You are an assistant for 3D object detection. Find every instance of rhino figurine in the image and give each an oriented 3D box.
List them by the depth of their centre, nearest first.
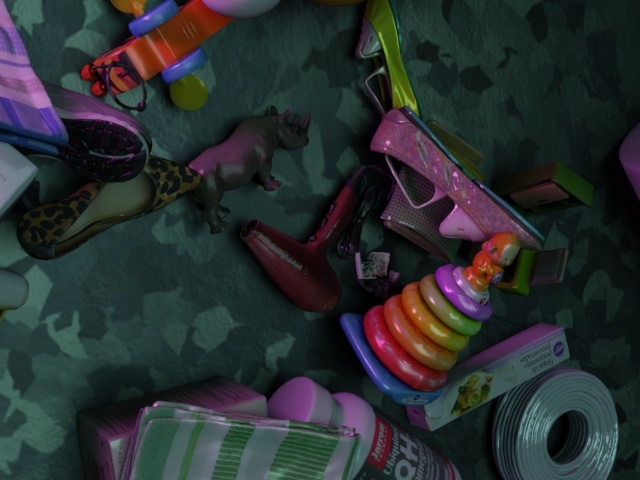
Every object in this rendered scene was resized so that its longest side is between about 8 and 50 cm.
[{"bbox_3d":[-0.100,-0.122,1.450,0.243,0.073,0.106,-41,115,-23],"label":"rhino figurine"}]

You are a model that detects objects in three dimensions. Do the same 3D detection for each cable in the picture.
[{"bbox_3d":[0.423,0.350,1.778,0.257,0.089,0.257,21,84,-29],"label":"cable"}]

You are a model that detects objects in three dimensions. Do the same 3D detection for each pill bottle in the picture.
[{"bbox_3d":[0.056,0.343,1.516,0.318,0.176,0.176,38,75,-27],"label":"pill bottle"}]

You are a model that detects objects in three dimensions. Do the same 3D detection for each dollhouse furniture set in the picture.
[{"bbox_3d":[0.275,-0.058,1.601,0.301,0.151,0.197,30,66,-29],"label":"dollhouse furniture set"}]

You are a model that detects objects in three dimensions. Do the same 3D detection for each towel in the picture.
[{"bbox_3d":[-0.414,-0.226,1.135,0.034,0.285,0.209,-43,149,23],"label":"towel"},{"bbox_3d":[-0.112,0.349,1.320,0.325,0.038,0.248,12,94,-28],"label":"towel"}]

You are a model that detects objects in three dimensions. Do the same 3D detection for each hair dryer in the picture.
[{"bbox_3d":[0.000,0.000,1.529,0.293,0.080,0.224,-4,87,-39],"label":"hair dryer"}]

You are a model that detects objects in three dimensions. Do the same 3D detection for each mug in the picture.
[{"bbox_3d":[-0.422,0.067,1.296,0.064,0.078,0.062,13,55,-39],"label":"mug"}]

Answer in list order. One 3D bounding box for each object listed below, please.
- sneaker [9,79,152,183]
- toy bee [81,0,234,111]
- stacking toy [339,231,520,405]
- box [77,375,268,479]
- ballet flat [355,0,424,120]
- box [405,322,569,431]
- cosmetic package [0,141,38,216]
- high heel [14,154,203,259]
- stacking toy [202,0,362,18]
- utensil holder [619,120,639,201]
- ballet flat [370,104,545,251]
[{"bbox_3d":[-0.345,-0.154,1.276,0.271,0.108,0.100,23,110,-4],"label":"sneaker"},{"bbox_3d":[-0.244,-0.261,1.330,0.298,0.162,0.195,-22,97,-52],"label":"toy bee"},{"bbox_3d":[0.194,0.098,1.495,0.302,0.166,0.175,-47,146,22],"label":"stacking toy"},{"bbox_3d":[-0.202,0.288,1.379,0.232,0.148,0.127,-11,100,-29],"label":"box"},{"bbox_3d":[0.098,-0.280,1.555,0.077,0.077,0.231,-21,106,-10],"label":"ballet flat"},{"bbox_3d":[0.290,0.232,1.706,0.324,0.067,0.063,-22,105,-28],"label":"box"},{"bbox_3d":[-0.555,0.023,1.111,0.230,0.161,0.453,42,76,-12],"label":"cosmetic package"},{"bbox_3d":[-0.262,-0.035,1.279,0.261,0.186,0.093,-10,120,-19],"label":"high heel"},{"bbox_3d":[0.040,-0.434,1.372,0.480,0.350,0.351,-34,110,-16],"label":"stacking toy"},{"bbox_3d":[0.769,-0.063,1.818,0.327,0.327,0.385,-42,110,-21],"label":"utensil holder"},{"bbox_3d":[0.200,-0.070,1.521,0.316,0.107,0.106,45,96,10],"label":"ballet flat"}]
